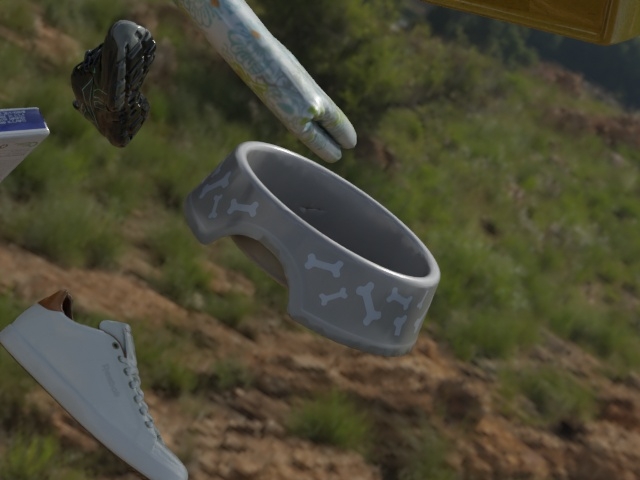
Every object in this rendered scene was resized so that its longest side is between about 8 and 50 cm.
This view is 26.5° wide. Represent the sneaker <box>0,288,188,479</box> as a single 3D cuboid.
[{"bbox_3d":[-0.236,0.165,1.559,0.290,0.123,0.106,43,-14,15],"label":"sneaker"}]

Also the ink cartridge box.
[{"bbox_3d":[-0.483,-0.087,1.687,0.223,0.224,0.045,-10,69,-48],"label":"ink cartridge box"}]

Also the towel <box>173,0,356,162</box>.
[{"bbox_3d":[-0.082,-0.281,2.190,0.320,0.090,0.374,47,4,11],"label":"towel"}]

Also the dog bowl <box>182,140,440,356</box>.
[{"bbox_3d":[0.000,0.000,1.719,0.349,0.102,0.349,30,17,-10],"label":"dog bowl"}]

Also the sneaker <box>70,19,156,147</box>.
[{"bbox_3d":[-0.294,-0.219,1.857,0.106,0.267,0.101,33,62,5],"label":"sneaker"}]

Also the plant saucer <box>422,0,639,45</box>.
[{"bbox_3d":[0.209,-0.317,1.416,0.333,0.081,0.333,16,-19,11],"label":"plant saucer"}]
